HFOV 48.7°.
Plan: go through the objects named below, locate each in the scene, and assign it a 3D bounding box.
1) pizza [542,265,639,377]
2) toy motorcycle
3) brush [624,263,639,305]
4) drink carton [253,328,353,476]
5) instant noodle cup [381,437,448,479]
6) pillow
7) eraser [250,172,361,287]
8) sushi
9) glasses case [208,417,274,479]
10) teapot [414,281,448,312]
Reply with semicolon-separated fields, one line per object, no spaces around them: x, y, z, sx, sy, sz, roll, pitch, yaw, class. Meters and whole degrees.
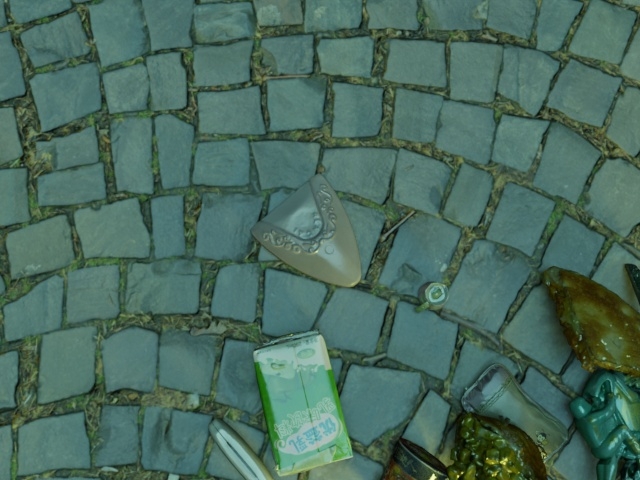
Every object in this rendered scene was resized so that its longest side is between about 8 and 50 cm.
0.582;0.195;1.475;0.335;0.086;0.226;43;51;12;pizza
0.622;0.385;1.474;0.198;0.109;0.297;2;72;-6;toy motorcycle
0.698;0.122;1.514;0.034;0.027;0.190;13;49;-16;brush
-0.044;0.328;1.455;0.161;0.108;0.271;-13;82;-5;drink carton
0.178;0.494;1.441;0.127;0.127;0.136;32;91;3;instant noodle cup
0.412;0.376;1.504;0.130;0.038;0.233;-44;88;-3;pillow
0.000;0.000;1.531;0.204;0.059;0.243;-41;81;-8;eraser
0.365;0.486;1.417;0.166;0.179;0.296;-14;90;28;sushi
-0.160;0.444;1.450;0.049;0.074;0.193;-42;86;-11;glasses case
0.239;0.124;1.521;0.083;0.064;0.064;-42;84;-8;teapot
